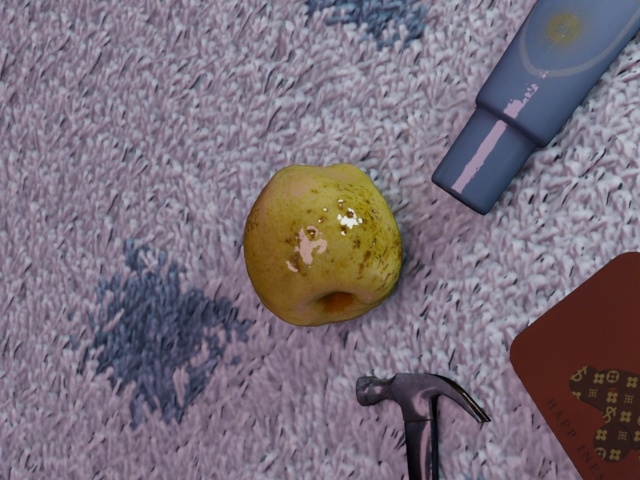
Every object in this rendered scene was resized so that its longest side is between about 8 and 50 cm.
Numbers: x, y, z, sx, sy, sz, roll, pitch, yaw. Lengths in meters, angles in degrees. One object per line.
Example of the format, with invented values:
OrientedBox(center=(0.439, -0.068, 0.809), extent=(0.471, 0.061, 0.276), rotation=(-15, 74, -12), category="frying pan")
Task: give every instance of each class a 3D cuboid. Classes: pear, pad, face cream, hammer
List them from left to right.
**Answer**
OrientedBox(center=(0.000, 0.000, 1.226), extent=(0.178, 0.178, 0.178), rotation=(-3, 83, 24), category="pear")
OrientedBox(center=(0.113, 0.279, 1.202), extent=(0.137, 0.037, 0.289), rotation=(-8, 80, 25), category="hammer")
OrientedBox(center=(0.246, -0.199, 1.170), extent=(0.136, 0.086, 0.385), rotation=(37, 95, 23), category="face cream")
OrientedBox(center=(0.302, 0.149, 1.105), extent=(0.181, 0.004, 0.267), rotation=(-41, 54, 16), category="pad")
